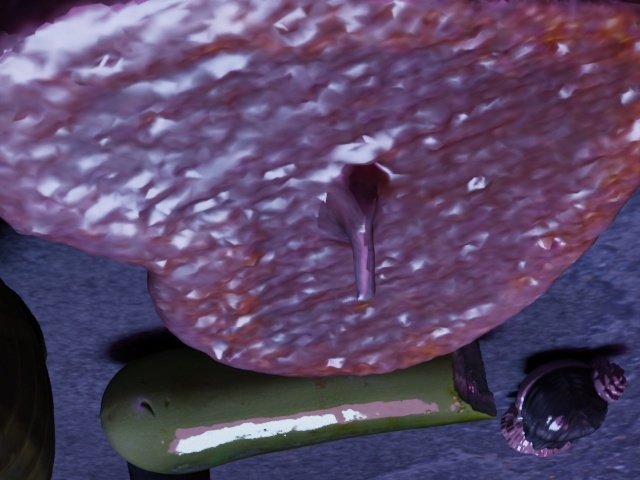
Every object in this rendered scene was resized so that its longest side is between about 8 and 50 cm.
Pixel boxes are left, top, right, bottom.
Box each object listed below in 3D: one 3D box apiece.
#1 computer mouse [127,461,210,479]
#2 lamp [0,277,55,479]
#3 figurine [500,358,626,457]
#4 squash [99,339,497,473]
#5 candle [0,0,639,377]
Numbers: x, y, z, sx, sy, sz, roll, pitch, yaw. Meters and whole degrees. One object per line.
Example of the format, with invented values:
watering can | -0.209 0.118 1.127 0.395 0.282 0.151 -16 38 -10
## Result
computer mouse | -0.105 0.168 1.243 0.057 0.099 0.172 -15 152 -7
lamp | -0.239 0.086 0.859 0.250 0.250 0.284 13 147 -31
figurine | 0.164 0.119 1.214 0.072 0.054 0.129 -5 158 -6
squash | -0.017 0.096 1.118 0.250 0.083 0.083 -9 156 5
candle | 0.022 -0.052 0.697 0.287 0.131 0.317 -20 148 18
